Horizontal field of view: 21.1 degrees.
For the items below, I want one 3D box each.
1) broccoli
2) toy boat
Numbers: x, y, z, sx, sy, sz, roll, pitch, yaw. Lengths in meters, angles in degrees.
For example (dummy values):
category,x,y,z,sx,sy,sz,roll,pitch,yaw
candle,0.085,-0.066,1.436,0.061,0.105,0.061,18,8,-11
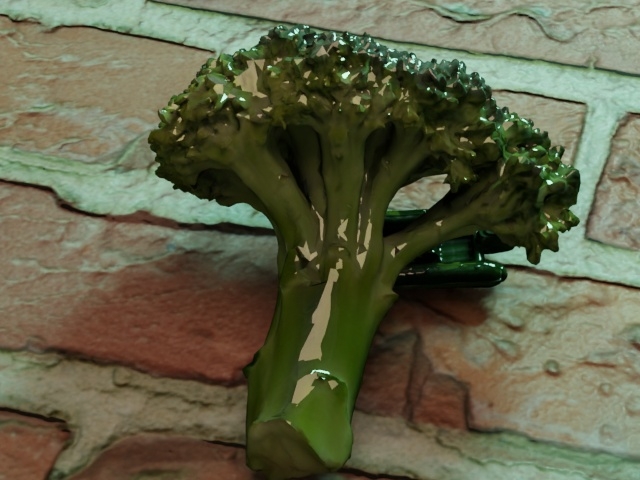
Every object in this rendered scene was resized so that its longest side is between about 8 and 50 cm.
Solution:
category,x,y,z,sx,sy,sz,roll,pitch,yaw
broccoli,-0.022,-0.013,1.532,0.353,0.275,0.397,30,82,44
toy boat,0.080,0.008,1.638,0.210,0.052,0.104,0,46,2
